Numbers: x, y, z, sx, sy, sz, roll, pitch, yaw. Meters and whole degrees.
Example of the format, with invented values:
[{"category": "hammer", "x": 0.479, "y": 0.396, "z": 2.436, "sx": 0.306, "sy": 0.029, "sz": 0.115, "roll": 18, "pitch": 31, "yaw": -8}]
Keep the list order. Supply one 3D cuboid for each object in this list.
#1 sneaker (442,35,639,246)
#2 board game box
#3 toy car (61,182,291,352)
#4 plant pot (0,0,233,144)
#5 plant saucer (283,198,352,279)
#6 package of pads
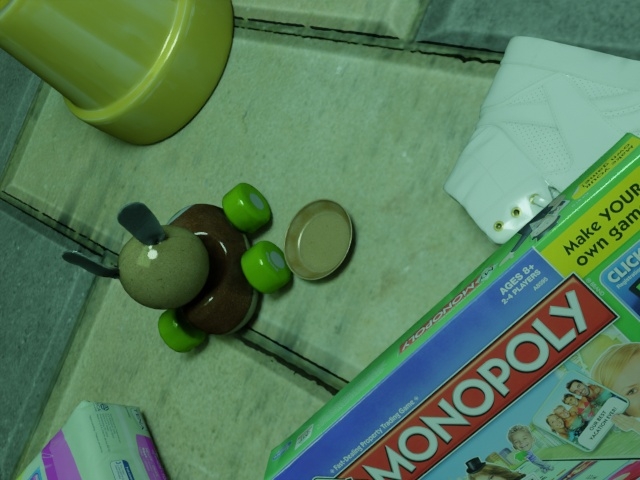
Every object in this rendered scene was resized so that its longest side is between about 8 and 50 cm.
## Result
[{"category": "sneaker", "x": 0.214, "y": -0.034, "z": 0.495, "sx": 0.292, "sy": 0.108, "sz": 0.169, "roll": 34, "pitch": 99, "yaw": 51}, {"category": "board game box", "x": 0.146, "y": 0.120, "z": 0.448, "sx": 0.213, "sy": 0.046, "sz": 0.317, "roll": 42, "pitch": 107, "yaw": -8}, {"category": "toy car", "x": -0.152, "y": 0.013, "z": 0.697, "sx": 0.155, "sy": 0.188, "sz": 0.149, "roll": -36, "pitch": 57, "yaw": 22}, {"category": "plant pot", "x": -0.276, "y": -0.274, "z": 0.853, "sx": 0.254, "sy": 0.239, "sz": 0.254, "roll": -12, "pitch": 69, "yaw": 34}, {"category": "plant saucer", "x": 0.000, "y": 0.000, "z": 0.699, "sx": 0.083, "sy": 0.015, "sz": 0.083, "roll": -12, "pitch": 68, "yaw": 33}, {"category": "package of pads", "x": -0.262, "y": 0.352, "z": 0.727, "sx": 0.296, "sy": 0.101, "sz": 0.229, "roll": -48, "pitch": 52, "yaw": 15}]
